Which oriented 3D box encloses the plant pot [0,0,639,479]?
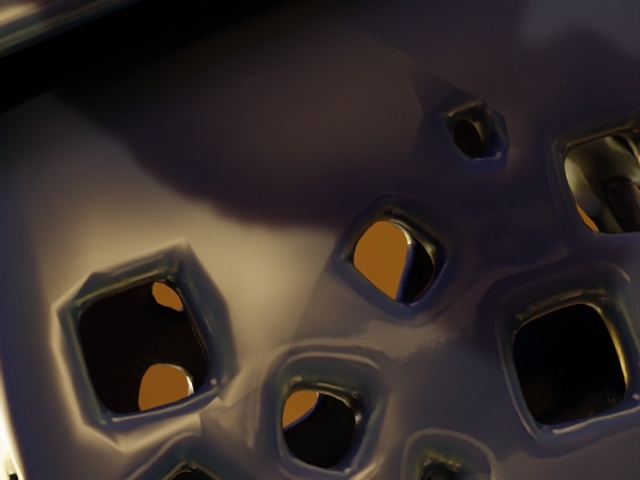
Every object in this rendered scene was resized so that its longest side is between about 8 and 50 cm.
[{"bbox_3d":[0.000,0.000,0.498,0.236,0.212,0.236,-25,3,-16],"label":"plant pot"}]
